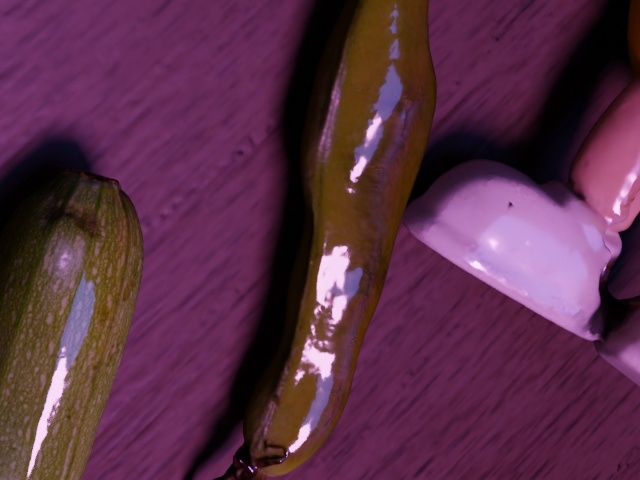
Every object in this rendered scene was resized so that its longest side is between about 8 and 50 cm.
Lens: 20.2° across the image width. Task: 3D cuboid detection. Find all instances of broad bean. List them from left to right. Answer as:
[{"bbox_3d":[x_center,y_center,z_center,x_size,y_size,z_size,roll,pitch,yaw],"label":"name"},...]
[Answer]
[{"bbox_3d":[0.007,0.003,0.888,0.075,0.067,0.325,9,102,-33],"label":"broad bean"}]

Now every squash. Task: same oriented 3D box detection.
[{"bbox_3d":[-0.132,0.074,0.802,0.068,0.077,0.219,12,104,-34],"label":"squash"}]

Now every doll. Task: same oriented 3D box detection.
[{"bbox_3d":[0.230,-0.106,0.973,0.348,0.161,0.423,8,97,-24],"label":"doll"}]
